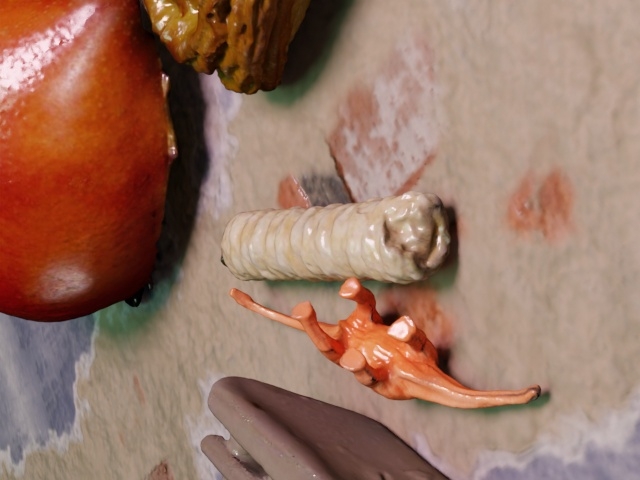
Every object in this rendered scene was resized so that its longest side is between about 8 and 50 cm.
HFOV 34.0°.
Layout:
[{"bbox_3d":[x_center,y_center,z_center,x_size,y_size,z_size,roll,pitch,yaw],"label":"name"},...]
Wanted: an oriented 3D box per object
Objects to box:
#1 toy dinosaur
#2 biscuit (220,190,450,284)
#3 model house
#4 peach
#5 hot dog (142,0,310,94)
[{"bbox_3d":[0.023,0.066,0.705,0.279,0.101,0.055,26,73,40],"label":"toy dinosaur"},{"bbox_3d":[0.000,0.000,0.732,0.219,0.055,0.061,-1,85,51],"label":"biscuit"},{"bbox_3d":[0.012,0.211,0.701,0.229,0.122,0.188,34,124,40],"label":"model house"},{"bbox_3d":[-0.256,-0.079,0.888,0.257,0.201,0.361,62,149,26],"label":"peach"},{"bbox_3d":[-0.052,-0.228,0.709,0.175,0.114,0.259,55,134,31],"label":"hot dog"}]
